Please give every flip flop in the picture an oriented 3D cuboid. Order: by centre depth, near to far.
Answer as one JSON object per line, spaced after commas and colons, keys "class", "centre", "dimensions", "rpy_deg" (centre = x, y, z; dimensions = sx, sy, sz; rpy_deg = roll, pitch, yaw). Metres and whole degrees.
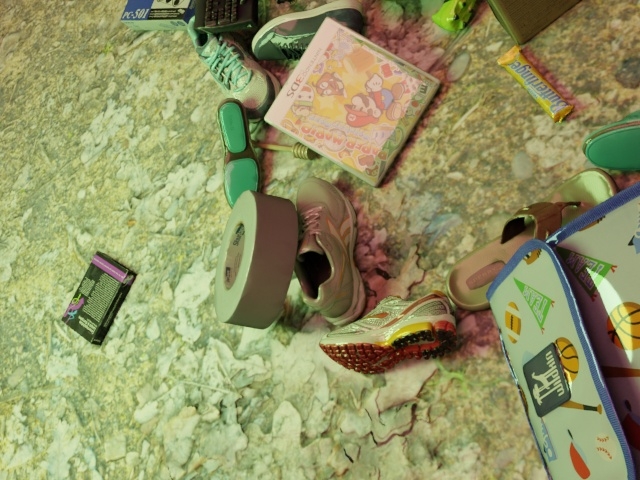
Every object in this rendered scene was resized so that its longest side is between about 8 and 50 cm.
{"class": "flip flop", "centre": [0.287, 0.001, 1.043], "dimensions": [0.277, 0.080, 0.112], "rpy_deg": [-34, 57, 18]}

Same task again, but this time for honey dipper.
{"class": "honey dipper", "centre": [-0.076, -0.170, 1.375], "dimensions": [0.160, 0.030, 0.031], "rpy_deg": [13, 80, 37]}

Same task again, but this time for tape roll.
{"class": "tape roll", "centre": [-0.108, 0.031, 1.224], "dimensions": [0.219, 0.072, 0.219], "rpy_deg": [-169, 90, -70]}

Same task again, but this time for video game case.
{"class": "video game case", "centre": [0.052, -0.232, 1.258], "dimensions": [0.227, 0.026, 0.206], "rpy_deg": [32, 91, 9]}

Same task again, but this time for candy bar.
{"class": "candy bar", "centre": [0.329, -0.238, 1.146], "dimensions": [0.040, 0.018, 0.162], "rpy_deg": [-40, 55, 15]}

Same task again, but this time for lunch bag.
{"class": "lunch bag", "centre": [0.387, 0.120, 0.849], "dimensions": [0.385, 0.238, 0.328], "rpy_deg": [-35, 56, 37]}

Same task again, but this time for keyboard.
{"class": "keyboard", "centre": [-0.146, -0.514, 1.489], "dimensions": [0.201, 0.033, 0.317], "rpy_deg": [-6, 49, 2]}

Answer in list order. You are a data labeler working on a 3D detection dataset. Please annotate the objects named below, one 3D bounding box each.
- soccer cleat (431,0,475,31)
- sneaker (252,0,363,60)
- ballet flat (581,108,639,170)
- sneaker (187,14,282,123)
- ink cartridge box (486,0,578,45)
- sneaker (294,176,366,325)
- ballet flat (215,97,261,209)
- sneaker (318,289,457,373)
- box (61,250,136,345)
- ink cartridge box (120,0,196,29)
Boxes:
{"class": "soccer cleat", "centre": [0.248, -0.430, 1.248], "dimensions": [0.179, 0.060, 0.072], "rpy_deg": [-56, 41, 3]}
{"class": "sneaker", "centre": [-0.026, -0.333, 1.365], "dimensions": [0.226, 0.086, 0.164], "rpy_deg": [-14, 63, 24]}
{"class": "ballet flat", "centre": [0.476, -0.150, 0.990], "dimensions": [0.247, 0.083, 0.087], "rpy_deg": [-7, 39, 30]}
{"class": "sneaker", "centre": [-0.180, -0.333, 1.446], "dimensions": [0.110, 0.122, 0.283], "rpy_deg": [-44, 55, 11]}
{"class": "ink cartridge box", "centre": [0.339, -0.429, 1.102], "dimensions": [0.234, 0.193, 0.088], "rpy_deg": [-36, 57, 16]}
{"class": "sneaker", "centre": [0.000, 0.000, 1.204], "dimensions": [0.099, 0.121, 0.263], "rpy_deg": [-26, 60, 22]}
{"class": "ballet flat", "centre": [-0.148, -0.155, 1.390], "dimensions": [0.072, 0.068, 0.213], "rpy_deg": [-7, 94, 0]}
{"class": "sneaker", "centre": [0.100, 0.136, 1.125], "dimensions": [0.225, 0.088, 0.093], "rpy_deg": [-16, 44, 27]}
{"class": "box", "centre": [-0.445, 0.115, 1.508], "dimensions": [0.116, 0.029, 0.162], "rpy_deg": [26, 86, 38]}
{"class": "ink cartridge box", "centre": [-0.349, -0.520, 1.674], "dimensions": [0.207, 0.046, 0.097], "rpy_deg": [11, 77, 35]}
